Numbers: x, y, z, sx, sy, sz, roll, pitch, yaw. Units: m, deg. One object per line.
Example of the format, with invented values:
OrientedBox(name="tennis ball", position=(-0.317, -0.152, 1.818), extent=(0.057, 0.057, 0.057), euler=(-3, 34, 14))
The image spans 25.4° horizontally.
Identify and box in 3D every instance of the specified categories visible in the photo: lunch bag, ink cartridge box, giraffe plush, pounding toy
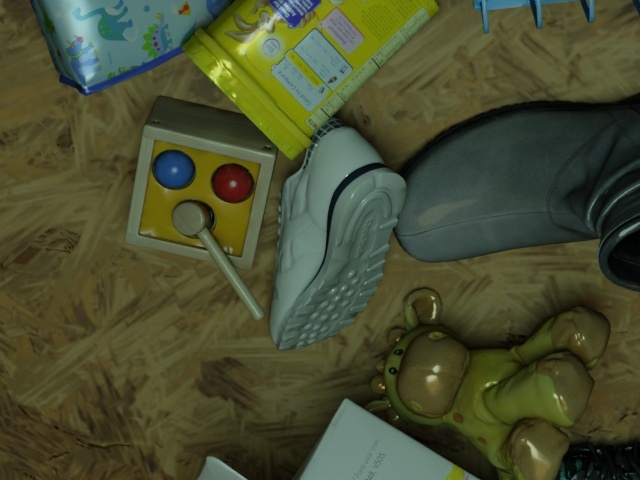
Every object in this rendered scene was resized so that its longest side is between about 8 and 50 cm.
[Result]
OrientedBox(name="lunch bag", position=(-0.152, -0.204, 1.121), extent=(0.151, 0.096, 0.129), euler=(-26, 115, -16))
OrientedBox(name="ink cartridge box", position=(0.063, 0.267, 1.249), extent=(0.353, 0.119, 0.207), euler=(31, 150, 2))
OrientedBox(name="giraffe plush", position=(0.134, 0.125, 1.243), extent=(0.170, 0.181, 0.210), euler=(24, 150, 4))
OrientedBox(name="pounding toy", position=(-0.093, -0.027, 1.196), extent=(0.130, 0.100, 0.141), euler=(13, 116, -2))

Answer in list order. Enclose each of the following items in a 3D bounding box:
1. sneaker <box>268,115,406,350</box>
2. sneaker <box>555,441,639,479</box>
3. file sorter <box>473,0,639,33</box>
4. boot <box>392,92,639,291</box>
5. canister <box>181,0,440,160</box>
OrientedBox(name="sneaker", position=(0.000, 0.000, 1.220), extent=(0.095, 0.090, 0.235), euler=(49, 136, 27))
OrientedBox(name="sneaker", position=(0.277, 0.234, 1.299), extent=(0.267, 0.101, 0.106), euler=(-31, 108, 17))
OrientedBox(name="file sorter", position=(0.199, -0.227, 1.078), extent=(0.170, 0.104, 0.118), euler=(-5, 116, 6))
OrientedBox(name="boot", position=(0.210, -0.030, 1.106), extent=(0.338, 0.223, 0.118), euler=(-19, 114, 13))
OrientedBox(name="canister", position=(-0.005, -0.165, 1.113), extent=(0.170, 0.073, 0.126), euler=(-44, 115, 3))
